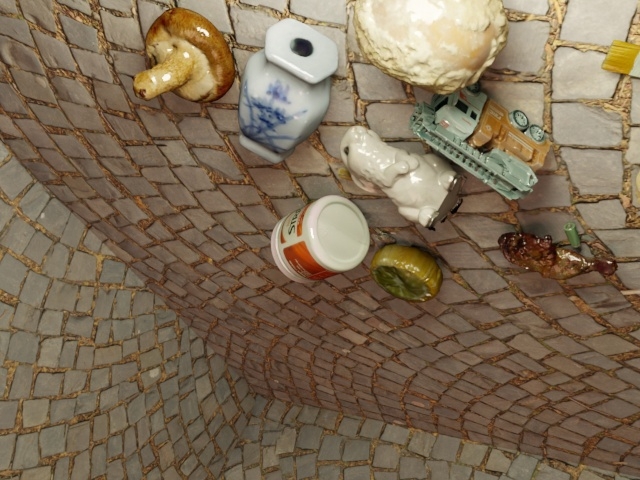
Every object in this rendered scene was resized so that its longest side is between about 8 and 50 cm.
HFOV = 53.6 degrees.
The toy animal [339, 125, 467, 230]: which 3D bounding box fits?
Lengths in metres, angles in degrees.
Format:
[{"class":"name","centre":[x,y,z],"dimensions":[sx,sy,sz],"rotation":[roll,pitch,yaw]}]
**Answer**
[{"class":"toy animal","centre":[0.215,-0.183,1.758],"dimensions":[0.357,0.194,0.258],"rotation":[32,177,20]}]

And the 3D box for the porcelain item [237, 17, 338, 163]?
[{"class":"porcelain item","centre":[-0.101,-0.373,1.669],"dimensions":[0.242,0.179,0.405],"rotation":[28,149,-4]}]

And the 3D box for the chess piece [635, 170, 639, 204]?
[{"class":"chess piece","centre":[0.758,-0.191,1.379],"dimensions":[0.117,0.117,0.397],"rotation":[11,154,23]}]

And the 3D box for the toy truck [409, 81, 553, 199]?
[{"class":"toy truck","centre":[0.374,-0.246,1.510],"dimensions":[0.338,0.184,0.133],"rotation":[32,148,-11]}]

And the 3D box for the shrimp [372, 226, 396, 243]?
[{"class":"shrimp","centre":[0.210,-0.011,2.131],"dimensions":[0.092,0.038,0.029],"rotation":[28,148,-5]}]

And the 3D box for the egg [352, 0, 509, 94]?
[{"class":"egg","centre":[0.220,-0.432,1.271],"dimensions":[0.310,0.279,0.279],"rotation":[23,150,16]}]

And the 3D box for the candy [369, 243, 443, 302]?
[{"class":"candy","centre":[0.296,0.114,2.196],"dimensions":[0.259,0.118,0.260],"rotation":[23,152,13]}]

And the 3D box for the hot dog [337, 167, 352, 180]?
[{"class":"hot dog","centre":[0.098,-0.198,1.936],"dimensions":[0.090,0.030,0.034],"rotation":[10,155,25]}]

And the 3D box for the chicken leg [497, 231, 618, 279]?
[{"class":"chicken leg","centre":[0.673,0.043,1.824],"dimensions":[0.322,0.083,0.177],"rotation":[24,156,6]}]

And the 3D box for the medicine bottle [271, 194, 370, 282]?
[{"class":"medicine bottle","centre":[0.000,0.000,2.092],"dimensions":[0.252,0.253,0.240],"rotation":[38,146,-21]}]

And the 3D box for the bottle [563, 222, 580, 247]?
[{"class":"bottle","centre":[0.705,-0.014,1.773],"dimensions":[0.030,0.030,0.083],"rotation":[-1,141,37]}]

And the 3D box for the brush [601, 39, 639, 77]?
[{"class":"brush","centre":[0.743,-0.338,1.262],"dimensions":[0.336,0.020,0.085],"rotation":[17,148,13]}]

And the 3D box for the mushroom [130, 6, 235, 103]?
[{"class":"mushroom","centre":[-0.358,-0.465,1.714],"dimensions":[0.267,0.255,0.267],"rotation":[11,173,1]}]
